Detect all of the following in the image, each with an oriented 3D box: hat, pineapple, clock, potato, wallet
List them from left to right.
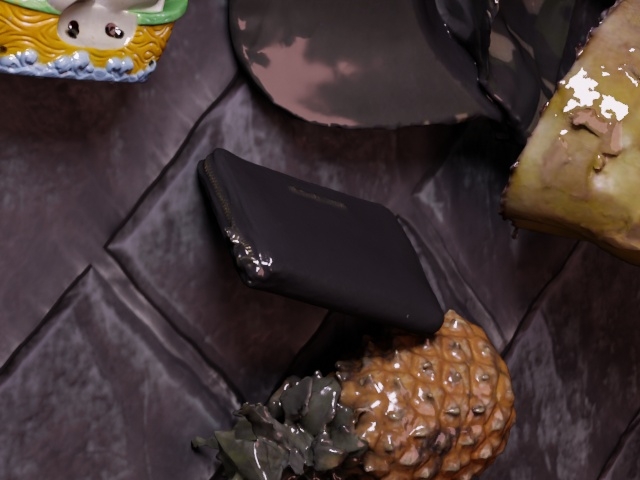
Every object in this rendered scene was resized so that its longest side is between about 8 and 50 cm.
[{"bbox_3d":[-0.186,-0.186,1.155,0.231,0.103,0.144,-2,100,-47],"label":"clock"},{"bbox_3d":[0.000,0.000,1.375,0.250,0.149,0.044,19,127,-45],"label":"wallet"},{"bbox_3d":[0.013,0.171,1.426,0.340,0.169,0.169,-16,111,-35],"label":"pineapple"},{"bbox_3d":[0.102,-0.255,1.416,0.382,0.257,0.366,8,129,-15],"label":"hat"},{"bbox_3d":[0.346,-0.076,1.548,0.288,0.237,0.301,-57,163,-9],"label":"potato"}]

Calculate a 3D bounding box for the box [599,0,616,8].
[{"bbox_3d":[0.302,-0.269,1.653,0.099,0.074,0.054,30,92,-45],"label":"box"}]
